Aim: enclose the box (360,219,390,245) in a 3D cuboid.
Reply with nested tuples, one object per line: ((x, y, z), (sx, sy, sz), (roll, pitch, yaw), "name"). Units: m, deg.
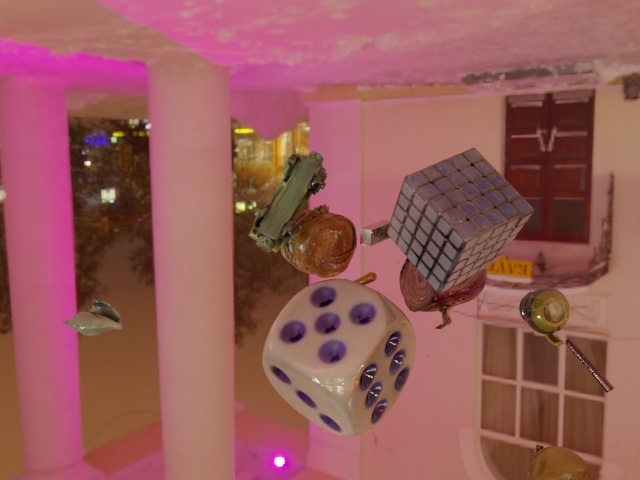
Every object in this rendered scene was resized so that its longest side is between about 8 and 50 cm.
((0.183, -0.026, 1.946), (0.040, 0.055, 0.218), (7, -168, 25), "box")

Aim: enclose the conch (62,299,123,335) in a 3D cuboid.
((-0.572, 0.201, 1.546), (0.180, 0.065, 0.088), (-2, -136, 14), "conch")

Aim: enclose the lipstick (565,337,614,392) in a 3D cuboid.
((0.757, 0.351, 1.729), (0.027, 0.176, 0.027), (-33, 163, -12), "lipstick")

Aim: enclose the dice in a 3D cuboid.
((0.050, 0.302, 1.615), (0.304, 0.276, 0.304), (19, -129, 37), "dice")

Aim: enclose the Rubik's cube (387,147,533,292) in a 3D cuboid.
((0.339, -0.052, 1.543), (0.237, 0.238, 0.237), (-23, -119, -24), "Rubik's cube")

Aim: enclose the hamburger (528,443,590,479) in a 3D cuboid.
((0.787, 0.795, 2.024), (0.190, 0.122, 0.215), (4, -132, 19), "hamburger")

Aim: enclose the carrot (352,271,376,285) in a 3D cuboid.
((0.128, 0.161, 2.273), (0.190, 0.037, 0.037), (-26, 172, 32), "carrot")

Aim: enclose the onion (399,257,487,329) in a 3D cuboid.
((0.401, 0.122, 1.960), (0.231, 0.272, 0.256), (-3, -177, -22), "onion")

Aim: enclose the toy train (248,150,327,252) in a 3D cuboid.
((-0.109, -0.119, 1.996), (0.150, 0.368, 0.237), (32, 165, -5), "toy train")

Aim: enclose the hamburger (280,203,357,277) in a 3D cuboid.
((-0.010, -0.001, 2.130), (0.245, 0.260, 0.211), (-2, -168, -30), "hamburger")

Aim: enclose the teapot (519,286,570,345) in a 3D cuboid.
((0.626, 0.210, 1.700), (0.131, 0.165, 0.119), (-19, 180, -7), "teapot")
